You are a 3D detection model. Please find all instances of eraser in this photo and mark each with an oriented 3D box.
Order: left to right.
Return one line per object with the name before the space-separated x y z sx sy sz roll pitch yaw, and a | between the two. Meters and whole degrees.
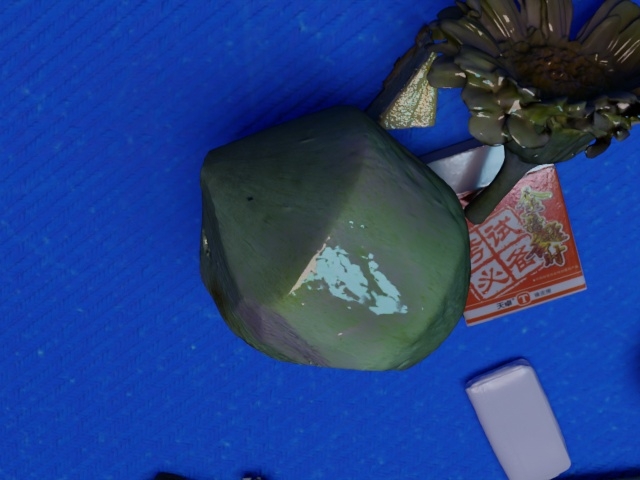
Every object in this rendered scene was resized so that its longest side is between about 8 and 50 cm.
eraser | 0.220 -0.019 1.455 0.157 0.038 0.230 -18 114 5

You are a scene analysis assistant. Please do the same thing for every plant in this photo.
plant | 0.243 -0.132 1.257 0.306 0.261 0.297 19 99 -15

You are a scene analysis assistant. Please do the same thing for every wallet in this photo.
wallet | 0.264 0.244 1.580 0.095 0.033 0.190 -24 112 10

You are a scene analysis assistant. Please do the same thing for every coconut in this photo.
coconut | 0.000 0.000 1.317 0.328 0.328 0.281 36 100 -17

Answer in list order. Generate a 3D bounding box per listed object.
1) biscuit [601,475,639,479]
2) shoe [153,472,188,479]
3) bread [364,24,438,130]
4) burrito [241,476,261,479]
biscuit | 0.430 0.428 1.641 0.291 0.062 0.236 -8 110 -5
shoe | -0.186 0.356 1.587 0.109 0.072 0.069 10 108 -7
bread | 0.092 -0.181 1.350 0.080 0.084 0.109 -2 115 -4
burrito | -0.055 0.388 1.623 0.058 0.045 0.188 -28 111 2
